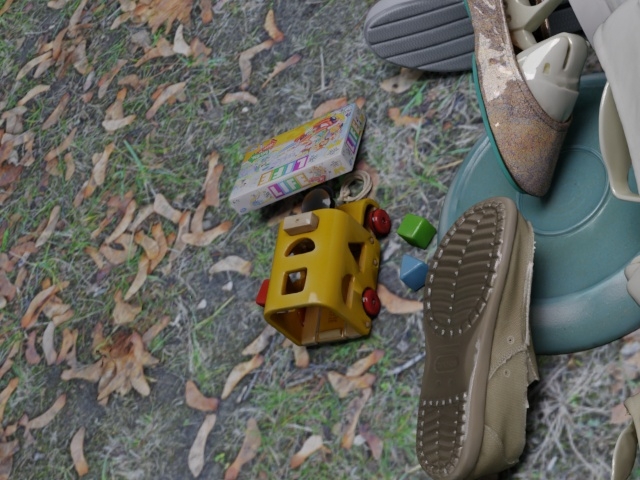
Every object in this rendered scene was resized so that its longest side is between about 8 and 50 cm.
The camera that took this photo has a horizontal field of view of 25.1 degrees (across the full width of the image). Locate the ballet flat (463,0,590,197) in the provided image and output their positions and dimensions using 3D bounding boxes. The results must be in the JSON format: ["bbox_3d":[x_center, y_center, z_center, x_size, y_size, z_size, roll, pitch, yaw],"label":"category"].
[{"bbox_3d":[0.198,-0.202,1.387,0.106,0.107,0.316,-23,73,35],"label":"ballet flat"}]

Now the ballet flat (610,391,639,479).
[{"bbox_3d":[0.275,0.211,1.160,0.086,0.086,0.248,-20,34,27],"label":"ballet flat"}]

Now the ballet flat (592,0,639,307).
[{"bbox_3d":[0.311,-0.023,1.222,0.139,0.139,0.400,-13,82,33],"label":"ballet flat"}]

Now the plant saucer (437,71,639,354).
[{"bbox_3d":[0.244,-0.041,1.405,0.317,0.043,0.318,-22,49,27],"label":"plant saucer"}]

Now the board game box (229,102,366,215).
[{"bbox_3d":[-0.026,-0.093,1.648,0.154,0.026,0.103,-21,32,27],"label":"board game box"}]

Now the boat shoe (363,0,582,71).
[{"bbox_3d":[0.194,-0.262,1.571,0.302,0.109,0.094,-8,41,25],"label":"boat shoe"}]

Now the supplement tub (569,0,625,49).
[{"bbox_3d":[0.386,-0.292,1.321,0.316,0.228,0.228,-24,48,22],"label":"supplement tub"}]

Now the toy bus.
[{"bbox_3d":[0.003,0.009,1.519,0.191,0.104,0.202,-48,43,1],"label":"toy bus"}]

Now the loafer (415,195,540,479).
[{"bbox_3d":[0.152,0.094,1.326,0.102,0.092,0.269,-2,73,53],"label":"loafer"}]
